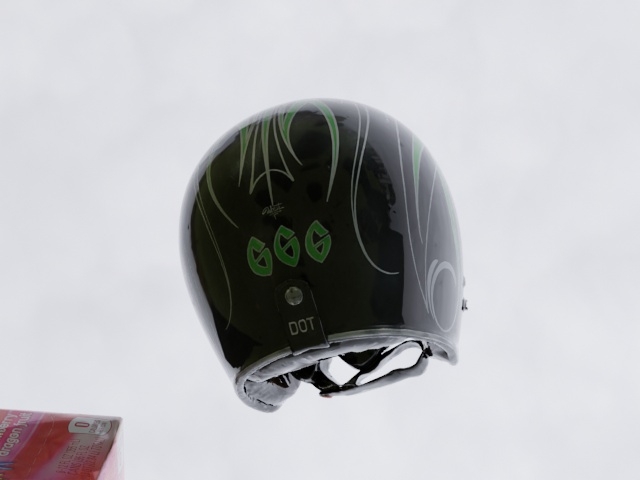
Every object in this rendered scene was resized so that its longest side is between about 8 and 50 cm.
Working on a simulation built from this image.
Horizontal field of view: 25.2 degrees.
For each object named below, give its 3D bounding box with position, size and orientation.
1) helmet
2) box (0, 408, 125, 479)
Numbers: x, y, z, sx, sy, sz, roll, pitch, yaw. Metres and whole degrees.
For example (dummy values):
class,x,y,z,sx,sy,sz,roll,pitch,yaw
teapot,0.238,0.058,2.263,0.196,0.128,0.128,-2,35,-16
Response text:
class,x,y,z,sx,sy,sz,roll,pitch,yaw
helmet,0.000,0.000,0.788,0.169,0.169,0.161,-21,-114,24
box,-0.204,0.219,0.735,0.154,0.300,0.142,4,-66,3
